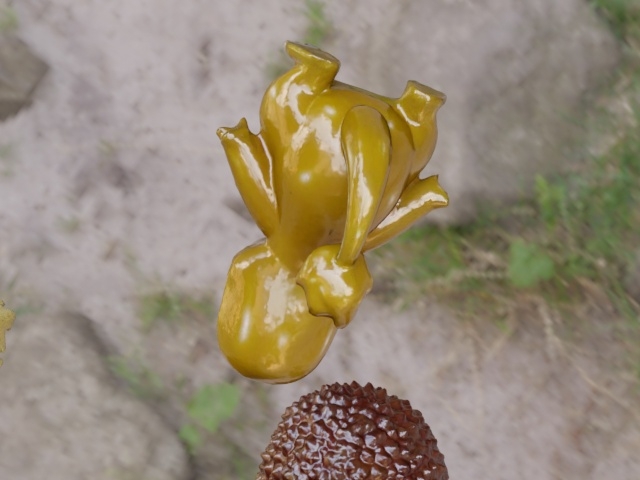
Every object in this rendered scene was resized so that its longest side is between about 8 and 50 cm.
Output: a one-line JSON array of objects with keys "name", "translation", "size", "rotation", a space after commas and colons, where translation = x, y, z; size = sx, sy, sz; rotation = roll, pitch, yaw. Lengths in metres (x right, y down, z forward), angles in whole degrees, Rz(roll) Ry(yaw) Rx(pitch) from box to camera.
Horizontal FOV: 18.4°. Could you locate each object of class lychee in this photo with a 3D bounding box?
[{"name": "lychee", "translation": [0.017, 0.145, 1.211], "size": [0.123, 0.129, 0.123], "rotation": [-22, 31, 14]}]

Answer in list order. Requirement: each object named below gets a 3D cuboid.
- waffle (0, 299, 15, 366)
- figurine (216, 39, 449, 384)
[{"name": "waffle", "translation": [-0.266, 0.150, 1.431], "size": [0.032, 0.125, 0.191], "rotation": [17, 118, 24]}, {"name": "figurine", "translation": [0.000, 0.003, 0.963], "size": [0.122, 0.121, 0.176], "rotation": [-99, 27, -57]}]
